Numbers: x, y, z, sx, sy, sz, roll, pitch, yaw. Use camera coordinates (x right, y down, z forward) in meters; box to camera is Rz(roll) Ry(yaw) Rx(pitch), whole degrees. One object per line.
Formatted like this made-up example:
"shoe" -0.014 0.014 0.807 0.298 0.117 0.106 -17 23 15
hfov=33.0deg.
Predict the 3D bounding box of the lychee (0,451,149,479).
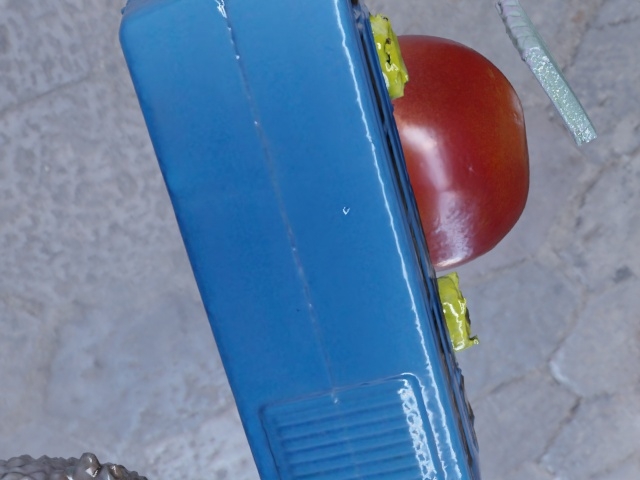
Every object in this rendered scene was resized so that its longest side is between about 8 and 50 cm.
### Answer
"lychee" -0.372 0.482 1.504 0.380 0.380 0.432 13 110 -37

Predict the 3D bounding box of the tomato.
"tomato" 0.134 -0.103 1.289 0.226 0.298 0.298 -10 134 7

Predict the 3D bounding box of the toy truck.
"toy truck" 0.000 0.000 0.676 0.161 0.162 0.384 -13 105 9

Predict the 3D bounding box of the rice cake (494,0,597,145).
"rice cake" 0.312 -0.238 1.501 0.037 0.189 0.198 -31 123 16
